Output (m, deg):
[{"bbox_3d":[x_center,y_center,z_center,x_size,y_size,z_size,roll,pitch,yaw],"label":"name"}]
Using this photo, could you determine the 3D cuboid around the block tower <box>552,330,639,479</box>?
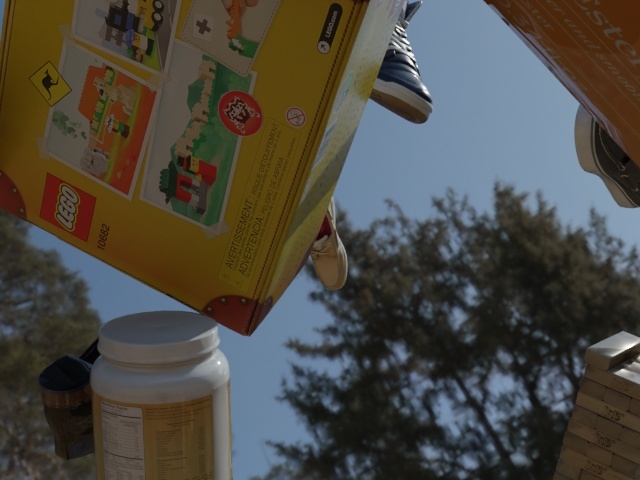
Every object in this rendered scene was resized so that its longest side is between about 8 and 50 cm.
[{"bbox_3d":[0.316,0.278,1.159,0.091,0.097,0.335,-13,-63,-50],"label":"block tower"}]

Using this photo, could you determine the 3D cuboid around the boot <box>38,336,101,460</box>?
[{"bbox_3d":[-0.235,0.168,1.220,0.219,0.082,0.106,-24,-53,-44],"label":"boot"}]

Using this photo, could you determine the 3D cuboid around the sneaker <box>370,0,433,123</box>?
[{"bbox_3d":[0.092,-0.264,1.374,0.099,0.282,0.153,31,-82,-35],"label":"sneaker"}]

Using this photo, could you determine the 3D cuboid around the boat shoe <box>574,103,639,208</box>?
[{"bbox_3d":[0.359,-0.094,1.199,0.076,0.080,0.228,2,-22,33],"label":"boat shoe"}]

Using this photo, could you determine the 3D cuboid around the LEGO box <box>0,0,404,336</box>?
[{"bbox_3d":[-0.141,-0.196,1.140,0.193,0.372,0.500,-52,-14,-53],"label":"LEGO box"}]

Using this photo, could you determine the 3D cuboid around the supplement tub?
[{"bbox_3d":[-0.165,0.185,1.085,0.144,0.144,0.200,-8,-76,-32],"label":"supplement tub"}]

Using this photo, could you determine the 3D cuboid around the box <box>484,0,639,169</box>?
[{"bbox_3d":[0.161,-0.123,0.233,0.168,0.215,0.345,-48,13,-5],"label":"box"}]

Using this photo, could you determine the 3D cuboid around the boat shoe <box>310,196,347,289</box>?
[{"bbox_3d":[0.000,0.000,1.685,0.063,0.170,0.059,-12,1,21],"label":"boat shoe"}]
